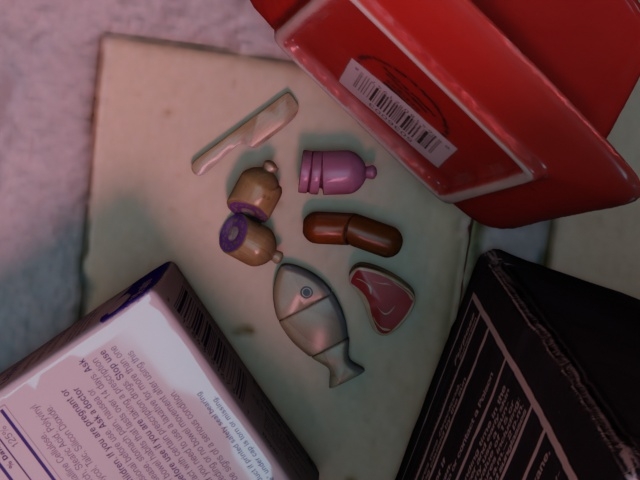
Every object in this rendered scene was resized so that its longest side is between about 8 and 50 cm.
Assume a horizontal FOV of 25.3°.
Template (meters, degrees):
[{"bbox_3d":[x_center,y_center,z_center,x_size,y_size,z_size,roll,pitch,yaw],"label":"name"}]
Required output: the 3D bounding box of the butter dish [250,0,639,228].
[{"bbox_3d":[0.066,-0.094,0.562,0.160,0.160,0.118,43,76,-8],"label":"butter dish"}]

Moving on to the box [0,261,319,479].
[{"bbox_3d":[-0.089,0.100,0.624,0.137,0.072,0.126,-33,99,5],"label":"box"}]

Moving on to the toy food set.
[{"bbox_3d":[0.000,0.000,0.631,0.078,0.019,0.122,-36,98,7],"label":"toy food set"}]

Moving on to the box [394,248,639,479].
[{"bbox_3d":[0.108,0.189,0.526,0.182,0.294,0.296,19,100,-5],"label":"box"}]
